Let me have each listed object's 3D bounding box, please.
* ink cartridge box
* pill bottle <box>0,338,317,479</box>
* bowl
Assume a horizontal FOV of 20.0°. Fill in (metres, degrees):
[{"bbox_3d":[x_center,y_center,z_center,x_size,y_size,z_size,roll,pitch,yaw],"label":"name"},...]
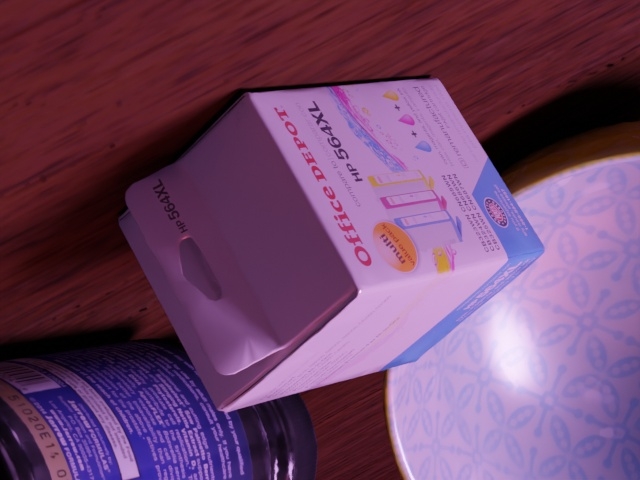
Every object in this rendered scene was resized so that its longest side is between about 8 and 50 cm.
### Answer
[{"bbox_3d":[0.000,0.000,0.716,0.143,0.092,0.090,-11,155,-51],"label":"ink cartridge box"},{"bbox_3d":[-0.100,0.108,0.815,0.123,0.123,0.219,-39,162,30],"label":"pill bottle"},{"bbox_3d":[0.180,0.047,0.982,0.289,0.289,0.156,-36,-160,20],"label":"bowl"}]
